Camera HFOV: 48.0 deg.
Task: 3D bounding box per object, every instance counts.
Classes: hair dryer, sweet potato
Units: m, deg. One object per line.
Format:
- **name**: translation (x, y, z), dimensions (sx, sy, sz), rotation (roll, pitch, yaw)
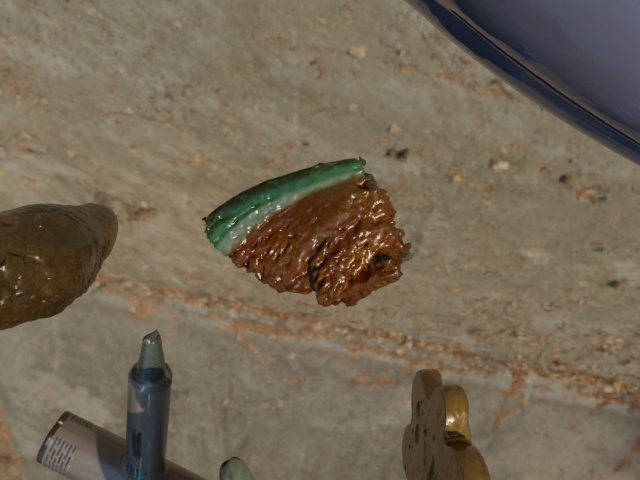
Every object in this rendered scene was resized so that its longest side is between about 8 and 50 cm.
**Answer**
- **hair dryer**: translation (-0.122, 0.162, 0.599), dimensions (0.195, 0.053, 0.220), rotation (28, 127, -3)
- **sweet potato**: translation (-0.249, 0.019, 0.565), dimensions (0.114, 0.092, 0.341), rotation (17, -161, 22)

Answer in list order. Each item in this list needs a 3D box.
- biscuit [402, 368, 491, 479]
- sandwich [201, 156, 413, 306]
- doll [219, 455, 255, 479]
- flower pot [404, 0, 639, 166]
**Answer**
- **biscuit**: translation (0.175, 0.337, 0.987), dimensions (0.052, 0.275, 0.355), rotation (3, -160, -8)
- **sandwich**: translation (-0.009, 0.003, 0.740), dimensions (0.185, 0.160, 0.109), rotation (-25, 164, 6)
- **doll**: translation (-0.055, 0.257, 0.464), dimensions (0.113, 0.155, 0.275), rotation (25, 126, 11)
- **flower pot**: translation (0.217, -0.180, 0.478), dimensions (0.243, 0.265, 0.265), rotation (46, 147, -6)
